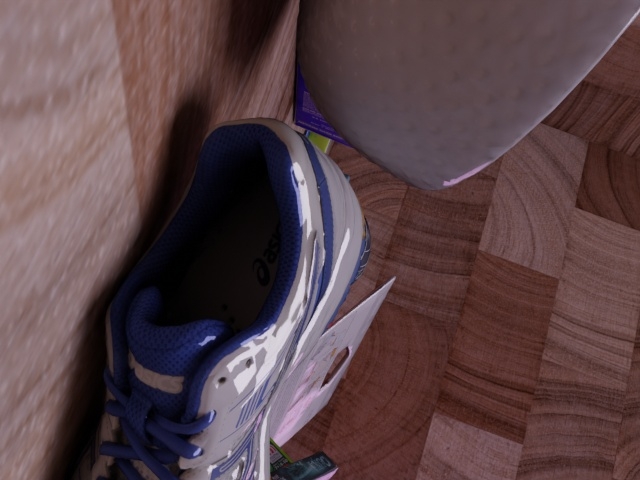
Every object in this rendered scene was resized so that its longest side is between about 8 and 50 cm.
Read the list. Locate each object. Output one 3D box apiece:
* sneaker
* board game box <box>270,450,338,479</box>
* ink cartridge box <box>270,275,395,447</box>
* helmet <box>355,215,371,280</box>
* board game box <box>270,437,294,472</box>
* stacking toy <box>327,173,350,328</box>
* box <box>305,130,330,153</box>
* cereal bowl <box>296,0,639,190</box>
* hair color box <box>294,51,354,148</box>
[{"bbox_3d":[-0.074,0.078,0.387,0.131,0.112,0.296,49,58,-70],"label":"sneaker"},{"bbox_3d":[-0.059,0.246,0.700,0.126,0.026,0.186,-49,161,8],"label":"board game box"},{"bbox_3d":[-0.062,0.168,0.844,0.261,0.066,0.296,-39,161,-36],"label":"ink cartridge box"},{"bbox_3d":[0.000,0.000,1.266,0.169,0.161,0.169,20,90,-90],"label":"helmet"},{"bbox_3d":[-0.108,0.253,0.719,0.181,0.043,0.092,-23,150,-51],"label":"board game box"},{"bbox_3d":[-0.041,0.065,1.047,0.279,0.130,0.309,110,1,-46],"label":"stacking toy"},{"bbox_3d":[0.015,-0.215,1.319,0.178,0.042,0.109,-72,-178,-64],"label":"box"},{"bbox_3d":[0.081,-0.206,0.442,0.339,0.141,0.339,-59,-170,18],"label":"cereal bowl"},{"bbox_3d":[0.053,-0.226,0.831,0.339,0.110,0.185,98,13,-83],"label":"hair color box"}]
